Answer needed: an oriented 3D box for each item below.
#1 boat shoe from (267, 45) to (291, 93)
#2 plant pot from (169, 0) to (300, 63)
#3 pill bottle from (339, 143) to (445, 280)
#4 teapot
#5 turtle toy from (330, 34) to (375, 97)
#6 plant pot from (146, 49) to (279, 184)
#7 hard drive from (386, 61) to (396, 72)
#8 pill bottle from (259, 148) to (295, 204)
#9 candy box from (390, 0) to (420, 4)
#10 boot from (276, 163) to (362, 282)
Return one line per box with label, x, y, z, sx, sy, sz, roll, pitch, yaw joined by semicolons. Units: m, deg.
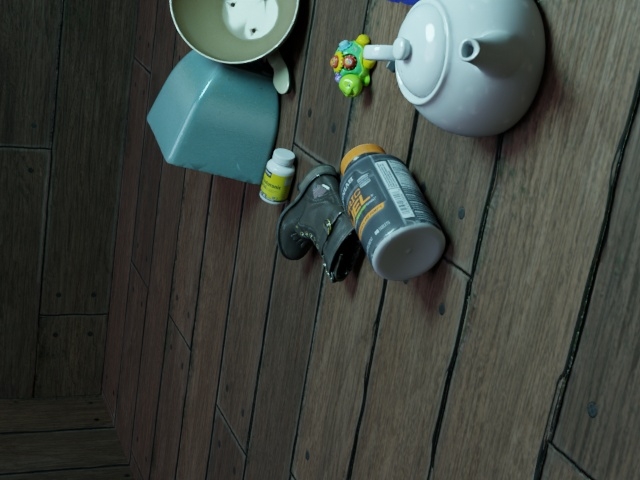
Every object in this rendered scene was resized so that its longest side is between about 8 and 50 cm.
boat shoe;-0.083;-0.379;2.308;0.049;0.042;0.133;-39;50;30
plant pot;-0.172;-0.525;2.290;0.191;0.284;0.284;-17;-70;-81
pill bottle;0.110;-0.058;1.741;0.245;0.130;0.130;-113;33;-44
teapot;0.189;-0.271;1.501;0.256;0.187;0.252;119;144;-48
turtle toy;0.058;-0.325;1.947;0.095;0.066;0.130;121;142;-49
plant pot;-0.232;-0.318;2.411;0.252;0.247;0.248;-65;32;23
hard drive;0.166;-0.340;1.679;0.022;0.094;0.135;44;140;11
pill bottle;-0.093;-0.143;2.286;0.065;0.065;0.116;-120;38;-49
candy box;0.131;-0.577;1.724;0.317;0.122;0.268;-118;38;-50
boot;0.000;0.000;2.038;0.229;0.091;0.263;-113;35;-43
